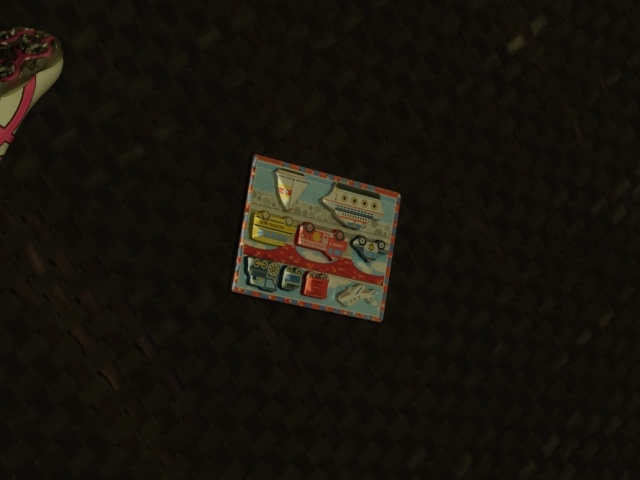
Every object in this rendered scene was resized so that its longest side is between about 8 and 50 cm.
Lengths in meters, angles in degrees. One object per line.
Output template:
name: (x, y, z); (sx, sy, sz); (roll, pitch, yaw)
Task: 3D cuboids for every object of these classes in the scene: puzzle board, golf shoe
puzzle board: (0.000, 0.000, 0.909); (0.128, 0.011, 0.096); (14, 82, -33)
golf shoe: (-0.219, -0.054, 0.745); (0.186, 0.068, 0.086); (-45, 144, -30)
